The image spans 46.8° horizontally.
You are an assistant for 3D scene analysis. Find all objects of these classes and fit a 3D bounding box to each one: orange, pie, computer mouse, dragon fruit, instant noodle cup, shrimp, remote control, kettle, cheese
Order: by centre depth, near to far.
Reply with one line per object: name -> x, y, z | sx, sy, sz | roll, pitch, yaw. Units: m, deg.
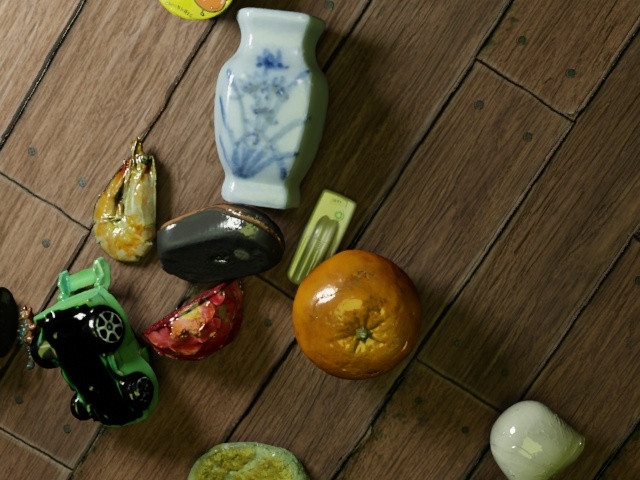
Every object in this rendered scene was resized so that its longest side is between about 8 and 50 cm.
instant noodle cup -> -0.253, -0.550, 1.566 | 0.182, 0.144, 0.182 | 0, 99, 1
computer mouse -> -0.215, 0.004, 1.611 | 0.323, 0.116, 0.183 | -11, 132, 31
orange -> 0.077, 0.163, 1.613 | 0.284, 0.226, 0.283 | -1, 102, -6
shrimp -> -0.435, -0.092, 1.672 | 0.154, 0.062, 0.294 | 13, 99, 5
kettle -> -0.830, 0.159, 1.672 | 0.237, 0.161, 0.221 | -1, 70, 3
dragon fruit -> -0.270, 0.192, 1.674 | 0.262, 0.163, 0.189 | -35, 123, 4
remote control -> 0.000, 0.000, 1.682 | 0.090, 0.049, 0.230 | 23, 96, -5
cheese -> 0.481, 0.465, 1.687 | 0.198, 0.154, 0.189 | -44, 89, 6
pie -> -0.174, 0.615, 1.758 | 0.323, 0.070, 0.323 | 0, 94, 3

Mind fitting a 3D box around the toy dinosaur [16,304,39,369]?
toy dinosaur -> -0.675, 0.225, 1.719 | 0.055, 0.049, 0.154 | -2, 92, -2

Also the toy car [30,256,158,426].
toy car -> -0.492, 0.240, 1.657 | 0.213, 0.176, 0.358 | -21, 106, 29

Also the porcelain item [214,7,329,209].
porcelain item -> -0.107, -0.277, 1.582 | 0.243, 0.178, 0.405 | 7, 98, 0
